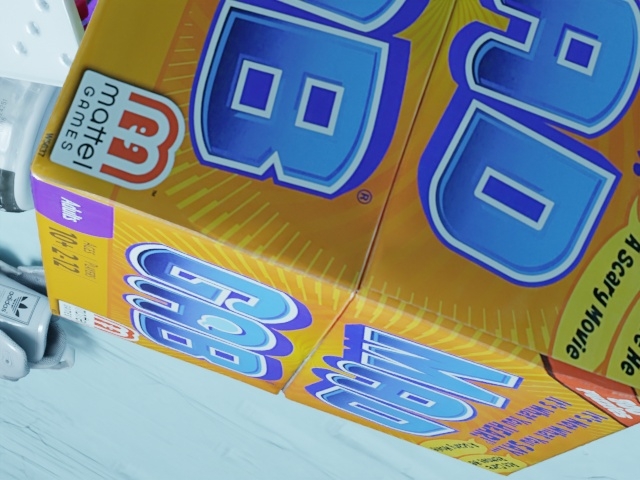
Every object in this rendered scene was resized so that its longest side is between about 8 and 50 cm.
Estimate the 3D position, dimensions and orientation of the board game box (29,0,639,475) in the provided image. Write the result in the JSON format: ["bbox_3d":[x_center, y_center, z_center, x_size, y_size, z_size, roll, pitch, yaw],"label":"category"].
[{"bbox_3d":[0.050,-0.089,1.004,0.356,0.356,0.356,20,164,-3],"label":"board game box"}]

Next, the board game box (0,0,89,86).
[{"bbox_3d":[-0.332,-0.303,1.051,0.390,0.050,0.390,13,131,35],"label":"board game box"}]

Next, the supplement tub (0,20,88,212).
[{"bbox_3d":[-0.370,-0.166,1.417,0.316,0.193,0.193,23,143,5],"label":"supplement tub"}]

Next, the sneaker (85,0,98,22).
[{"bbox_3d":[-0.250,-0.239,1.294,0.293,0.146,0.102,42,139,-16],"label":"sneaker"}]

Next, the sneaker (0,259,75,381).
[{"bbox_3d":[-0.403,0.031,1.718,0.210,0.137,0.366,8,145,22],"label":"sneaker"}]
